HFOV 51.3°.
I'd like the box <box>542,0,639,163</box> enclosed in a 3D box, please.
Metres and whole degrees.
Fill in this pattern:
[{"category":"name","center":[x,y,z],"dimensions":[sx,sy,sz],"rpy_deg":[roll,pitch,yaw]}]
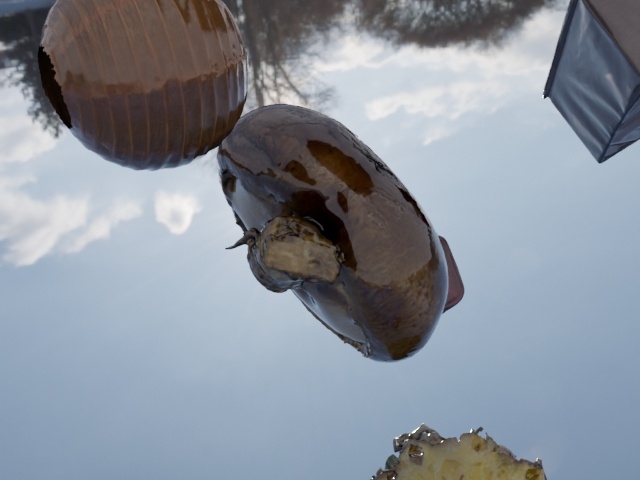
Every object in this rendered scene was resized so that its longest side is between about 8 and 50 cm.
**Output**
[{"category":"box","center":[0.426,-0.246,0.888],"dimensions":[0.188,0.252,0.153],"rpy_deg":[-31,-109,-4]}]

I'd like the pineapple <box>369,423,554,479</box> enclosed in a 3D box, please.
[{"category":"pineapple","center":[0.144,0.331,0.831],"dimensions":[0.262,0.263,0.271],"rpy_deg":[-6,178,-6]}]

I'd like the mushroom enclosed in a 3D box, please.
[{"category":"mushroom","center":[0.010,-0.009,0.679],"dimensions":[0.163,0.297,0.278],"rpy_deg":[-41,175,0]}]

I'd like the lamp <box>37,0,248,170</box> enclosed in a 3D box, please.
[{"category":"lamp","center":[-0.112,-0.112,0.435],"dimensions":[0.136,0.136,0.136],"rpy_deg":[-3,-154,1]}]

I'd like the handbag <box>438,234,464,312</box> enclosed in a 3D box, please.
[{"category":"handbag","center":[0.128,0.081,1.161],"dimensions":[0.225,0.146,0.135],"rpy_deg":[-22,179,-7]}]
